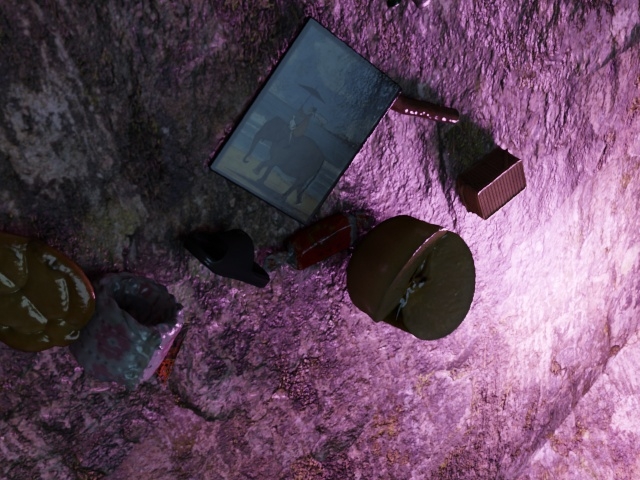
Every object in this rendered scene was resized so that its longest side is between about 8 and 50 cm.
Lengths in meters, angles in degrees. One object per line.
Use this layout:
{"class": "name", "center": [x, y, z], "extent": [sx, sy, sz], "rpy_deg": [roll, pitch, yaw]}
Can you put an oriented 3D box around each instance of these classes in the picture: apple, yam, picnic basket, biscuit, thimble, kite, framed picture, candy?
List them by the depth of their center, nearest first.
{"class": "biscuit", "center": [-0.507, 0.087, 1.433], "extent": [0.203, 0.041, 0.260], "rpy_deg": [-29, 118, 11]}
{"class": "thimble", "center": [-0.355, 0.166, 1.554], "extent": [0.185, 0.211, 0.149], "rpy_deg": [16, 112, -36]}
{"class": "framed picture", "center": [-0.025, -0.223, 1.636], "extent": [0.265, 0.016, 0.347], "rpy_deg": [32, 98, -34]}
{"class": "kite", "center": [-0.324, 0.214, 1.769], "extent": [0.125, 0.008, 0.222], "rpy_deg": [-36, 137, -14]}
{"class": "yam", "center": [0.177, -0.291, 1.781], "extent": [0.326, 0.045, 0.045], "rpy_deg": [4, 96, -42]}
{"class": "candy", "center": [0.001, 0.001, 1.844], "extent": [0.292, 0.059, 0.086], "rpy_deg": [-26, 136, -21]}
{"class": "apple", "center": [0.198, 0.074, 1.939], "extent": [0.295, 0.233, 0.258], "rpy_deg": [23, 90, -37]}
{"class": "picnic basket", "center": [0.425, -0.141, 2.079], "extent": [0.164, 0.079, 0.115], "rpy_deg": [-38, 138, -11]}

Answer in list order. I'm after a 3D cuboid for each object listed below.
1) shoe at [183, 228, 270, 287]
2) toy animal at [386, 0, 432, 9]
{"class": "shoe", "center": [-0.172, 0.021, 1.681], "extent": [0.093, 0.108, 0.241], "rpy_deg": [-54, 145, 6]}
{"class": "toy animal", "center": [0.150, -0.491, 1.504], "extent": [0.138, 0.108, 0.236], "rpy_deg": [-62, 165, 6]}
